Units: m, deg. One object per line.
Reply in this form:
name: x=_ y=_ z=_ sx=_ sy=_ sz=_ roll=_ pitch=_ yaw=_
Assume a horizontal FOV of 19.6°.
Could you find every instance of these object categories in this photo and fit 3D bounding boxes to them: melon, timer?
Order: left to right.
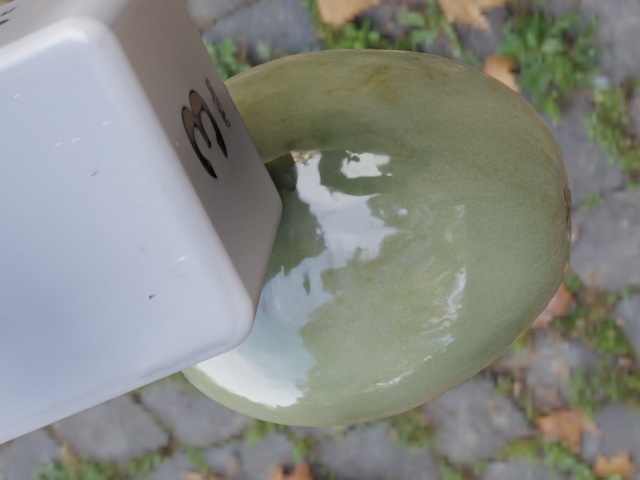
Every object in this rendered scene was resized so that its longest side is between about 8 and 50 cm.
timer: x=-0.148 y=-0.027 z=1.026 sx=0.194 sy=0.195 sz=0.192 roll=-22 pitch=107 yaw=13
melon: x=0.015 y=-0.005 z=1.246 sx=0.308 sy=0.272 sz=0.272 roll=-32 pitch=124 yaw=4
